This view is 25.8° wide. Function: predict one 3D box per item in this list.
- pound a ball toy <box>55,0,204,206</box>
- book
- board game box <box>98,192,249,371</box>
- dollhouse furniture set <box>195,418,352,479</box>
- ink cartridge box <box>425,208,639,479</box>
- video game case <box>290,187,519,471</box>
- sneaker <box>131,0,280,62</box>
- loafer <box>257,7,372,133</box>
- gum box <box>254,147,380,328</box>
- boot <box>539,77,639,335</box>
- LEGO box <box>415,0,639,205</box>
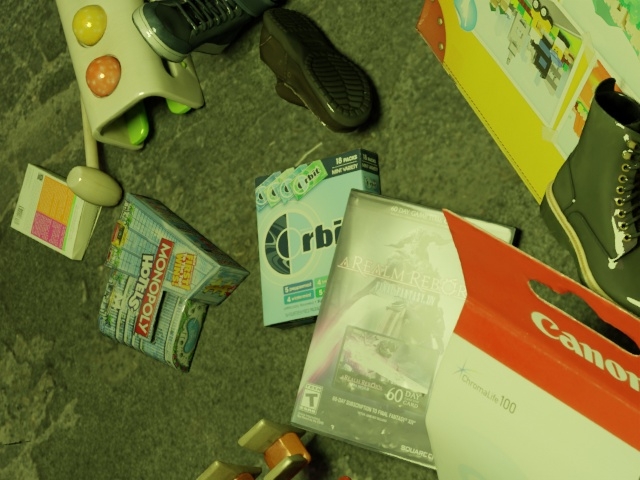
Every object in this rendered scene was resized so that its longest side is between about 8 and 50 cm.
[{"bbox_3d":[-0.293,-0.232,1.845,0.208,0.136,0.319,-31,63,28],"label":"pound a ball toy"},{"bbox_3d":[-0.369,-0.040,1.935,0.144,0.035,0.096,25,100,38],"label":"book"},{"bbox_3d":[-0.190,0.057,1.759,0.194,0.060,0.194,19,93,39],"label":"board game box"},{"bbox_3d":[-0.037,0.372,1.547,0.259,0.135,0.262,-45,60,15],"label":"dollhouse furniture set"},{"bbox_3d":[0.220,0.185,1.238,0.091,0.385,0.308,-40,50,-20],"label":"ink cartridge box"},{"bbox_3d":[0.090,0.097,1.526,0.196,0.026,0.274,15,91,22],"label":"video game case"},{"bbox_3d":[-0.123,-0.294,1.681,0.163,0.226,0.086,-37,88,22],"label":"sneaker"},{"bbox_3d":[-0.009,-0.191,1.667,0.220,0.080,0.078,58,138,40],"label":"loafer"},{"bbox_3d":[0.000,0.000,1.635,0.157,0.041,0.184,-14,74,34],"label":"gum box"},{"bbox_3d":[0.254,-0.023,1.125,0.198,0.077,0.137,53,143,37],"label":"boot"},{"bbox_3d":[0.318,-0.168,1.219,0.500,0.193,0.372,60,152,29],"label":"LEGO box"}]
